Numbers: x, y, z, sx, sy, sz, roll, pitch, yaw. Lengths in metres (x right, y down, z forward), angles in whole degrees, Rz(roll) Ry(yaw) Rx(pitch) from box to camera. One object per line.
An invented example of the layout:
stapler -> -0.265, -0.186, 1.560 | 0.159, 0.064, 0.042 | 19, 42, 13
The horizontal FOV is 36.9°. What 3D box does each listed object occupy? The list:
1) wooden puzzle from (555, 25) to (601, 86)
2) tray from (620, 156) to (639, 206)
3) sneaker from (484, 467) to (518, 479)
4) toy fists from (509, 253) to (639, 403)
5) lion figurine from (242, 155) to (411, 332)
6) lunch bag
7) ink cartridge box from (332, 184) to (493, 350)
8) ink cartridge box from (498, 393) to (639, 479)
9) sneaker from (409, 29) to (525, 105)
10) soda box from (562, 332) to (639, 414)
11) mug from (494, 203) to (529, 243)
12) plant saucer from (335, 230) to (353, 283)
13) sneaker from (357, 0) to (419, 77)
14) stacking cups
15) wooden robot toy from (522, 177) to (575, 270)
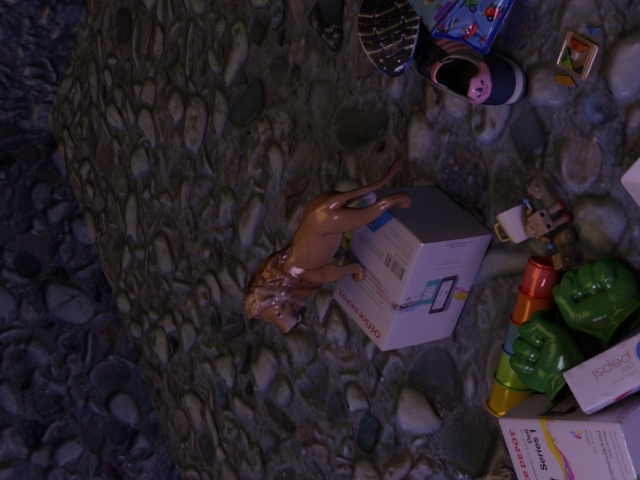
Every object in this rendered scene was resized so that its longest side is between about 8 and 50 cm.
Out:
wooden puzzle -> 0.449, -0.323, 1.682 | 0.078, 0.014, 0.116 | 37, 125, 45
tray -> 0.596, -0.131, 1.497 | 0.145, 0.030, 0.270 | 62, 141, 28
sneaker -> 0.349, 0.494, 1.842 | 0.229, 0.087, 0.092 | 43, -146, -80
toy fists -> 0.438, 0.148, 1.672 | 0.279, 0.096, 0.142 | -54, 53, 23
lion figurine -> 0.000, 0.000, 1.843 | 0.142, 0.240, 0.392 | 52, 134, 36
lunch bag -> 0.288, -0.533, 1.758 | 0.293, 0.138, 0.221 | -59, 35, 31
ink cartridge box -> 0.183, 0.054, 1.976 | 0.198, 0.197, 0.270 | 47, 131, 40
ink cartridge box -> 0.470, 0.383, 1.677 | 0.278, 0.117, 0.201 | -12, 98, 55
sneaker -> 0.246, -0.344, 1.864 | 0.319, 0.131, 0.112 | 31, 121, 48
soda box -> 0.509, 0.201, 1.555 | 0.216, 0.069, 0.074 | -30, 66, 12
mug -> 0.373, -0.028, 1.822 | 0.078, 0.062, 0.064 | 110, 137, -80
plant saucer -> 0.098, 0.068, 2.233 | 0.188, 0.045, 0.188 | 35, 124, 47
sneaker -> 0.142, -0.457, 1.972 | 0.147, 0.130, 0.330 | 63, -161, -55
stacking cups -> 0.393, 0.186, 1.805 | 0.096, 0.096, 0.316 | 35, 122, 46
wooden robot toy -> 0.410, -0.024, 1.753 | 0.173, 0.076, 0.079 | 64, 156, 8
